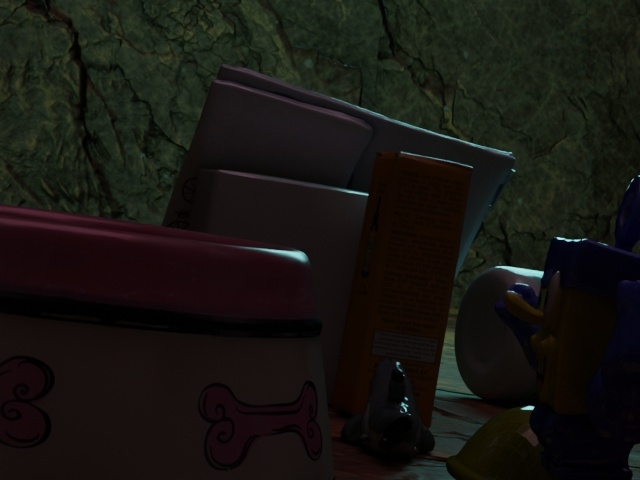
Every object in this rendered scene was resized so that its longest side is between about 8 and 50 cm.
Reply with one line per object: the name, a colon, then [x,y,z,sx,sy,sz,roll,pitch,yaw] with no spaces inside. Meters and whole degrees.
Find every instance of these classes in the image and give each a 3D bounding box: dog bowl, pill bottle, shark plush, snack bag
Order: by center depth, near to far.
dog bowl: [-0.182,0.056,1.055,0.408,0.150,0.408,9,1,0]
shark plush: [0.047,0.125,1.304,0.073,0.067,0.161,9,1,10]
snack bag: [0.000,0.000,1.877,0.342,0.323,0.037,16,28,-12]
pill bottle: [0.290,0.113,1.905,0.264,0.146,0.146,8,1,-26]

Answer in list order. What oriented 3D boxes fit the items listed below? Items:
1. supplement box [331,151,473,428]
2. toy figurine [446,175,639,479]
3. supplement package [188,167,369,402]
supplement box: [0.071,0.042,1.528,0.080,0.233,0.078,8,1,-16]
toy figurine: [0.178,0.075,0.976,0.191,0.217,0.362,8,1,1]
supplement package: [-0.030,0.042,1.694,0.198,0.199,0.262,9,1,-8]
